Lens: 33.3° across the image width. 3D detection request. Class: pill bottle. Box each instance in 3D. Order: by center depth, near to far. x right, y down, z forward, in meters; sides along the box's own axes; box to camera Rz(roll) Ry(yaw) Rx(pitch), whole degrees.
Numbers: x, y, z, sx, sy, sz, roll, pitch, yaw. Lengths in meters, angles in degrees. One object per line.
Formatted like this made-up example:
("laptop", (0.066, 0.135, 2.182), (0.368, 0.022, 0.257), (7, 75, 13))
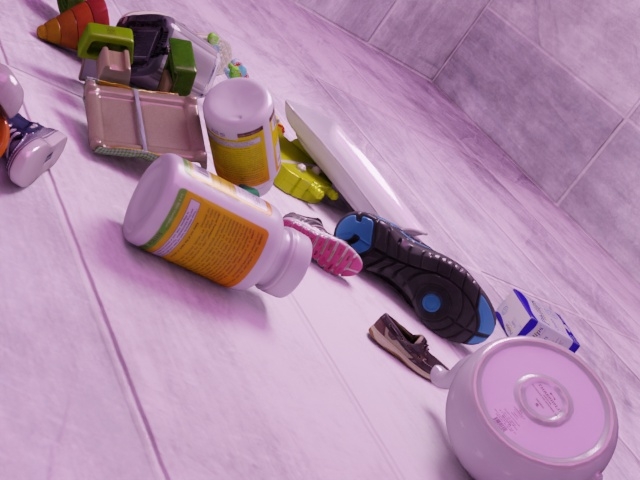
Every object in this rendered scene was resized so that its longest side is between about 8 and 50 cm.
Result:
("pill bottle", (-0.139, -0.011, 1.503), (0.246, 0.136, 0.136), (27, 19, -27))
("pill bottle", (-0.129, -0.166, 1.812), (0.117, 0.117, 0.215), (46, -22, 29))

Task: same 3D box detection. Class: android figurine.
("android figurine", (-0.077, -0.165, 2.158), (0.273, 0.056, 0.248), (42, 18, 24))

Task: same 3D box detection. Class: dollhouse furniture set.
("dollhouse furniture set", (-0.311, -0.201, 1.795), (0.198, 0.151, 0.301), (5, 48, -23))

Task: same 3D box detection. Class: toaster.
("toaster", (-0.291, -0.343, 2.015), (0.146, 0.129, 0.227), (25, -10, -42))

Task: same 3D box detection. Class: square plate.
("square plate", (0.072, -0.136, 2.251), (0.344, 0.049, 0.347), (52, 13, 12))

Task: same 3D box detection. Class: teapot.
("teapot", (0.283, 0.275, 1.503), (0.253, 0.187, 0.256), (16, 47, -3))

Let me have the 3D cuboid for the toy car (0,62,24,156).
("toy car", (-0.451, -0.160, 1.334), (0.182, 0.159, 0.136), (48, -14, 34))

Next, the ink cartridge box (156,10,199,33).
("ink cartridge box", (-0.329, -0.472, 2.480), (0.122, 0.052, 0.088), (20, 23, -45))

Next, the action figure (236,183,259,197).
("action figure", (-0.151, -0.043, 1.685), (0.137, 0.063, 0.232), (45, 16, 21))

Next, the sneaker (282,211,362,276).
("sneaker", (0.000, 0.000, 1.854), (0.170, 0.063, 0.074), (28, 25, -9))

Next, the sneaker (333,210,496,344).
("sneaker", (0.185, 0.055, 1.964), (0.341, 0.125, 0.140), (40, 13, 6))

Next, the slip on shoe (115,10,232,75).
("slip on shoe", (-0.323, -0.413, 2.275), (0.101, 0.123, 0.331), (14, 7, 31))

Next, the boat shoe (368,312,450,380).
("boat shoe", (0.150, 0.172, 1.713), (0.152, 0.049, 0.056), (34, 17, -9))

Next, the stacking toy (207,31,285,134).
("stacking toy", (-0.162, -0.334, 2.298), (0.167, 0.052, 0.221), (54, -3, 46))

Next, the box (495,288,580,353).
("box", (0.447, 0.183, 2.210), (0.137, 0.072, 0.126), (29, 18, -21))

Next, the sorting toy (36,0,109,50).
("sorting toy", (-0.519, -0.457, 2.059), (0.126, 0.127, 0.365), (-12, 39, -27))

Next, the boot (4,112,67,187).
("boot", (-0.407, -0.125, 1.432), (0.086, 0.069, 0.190), (27, 10, -5))
